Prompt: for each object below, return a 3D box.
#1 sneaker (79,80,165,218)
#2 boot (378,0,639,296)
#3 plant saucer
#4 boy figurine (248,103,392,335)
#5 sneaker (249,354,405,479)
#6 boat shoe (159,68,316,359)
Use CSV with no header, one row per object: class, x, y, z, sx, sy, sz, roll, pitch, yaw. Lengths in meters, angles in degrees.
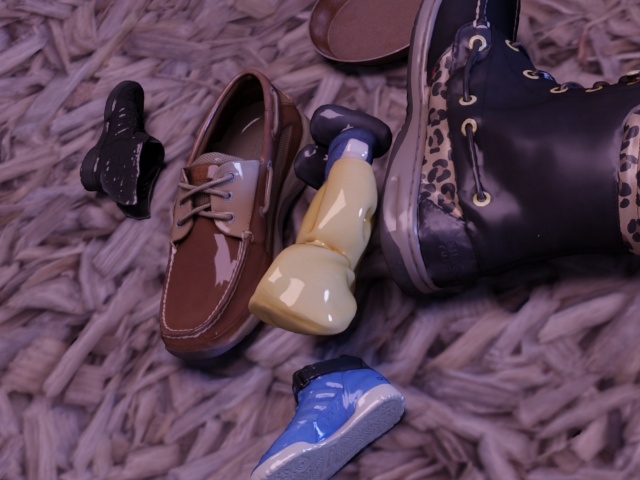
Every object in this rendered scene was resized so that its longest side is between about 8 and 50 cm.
sneaker,-0.196,-0.099,1.932,0.089,0.051,0.170,0,55,30
boot,0.219,-0.123,1.650,0.284,0.138,0.377,-4,52,28
plant saucer,0.069,-0.240,1.933,0.168,0.029,0.168,-16,42,15
boy figurine,0.000,0.000,1.643,0.092,0.177,0.285,21,37,-3
sneaker,-0.010,0.156,1.566,0.152,0.058,0.084,-36,47,-12
boat shoe,-0.097,-0.031,1.756,0.123,0.116,0.324,-7,46,24
